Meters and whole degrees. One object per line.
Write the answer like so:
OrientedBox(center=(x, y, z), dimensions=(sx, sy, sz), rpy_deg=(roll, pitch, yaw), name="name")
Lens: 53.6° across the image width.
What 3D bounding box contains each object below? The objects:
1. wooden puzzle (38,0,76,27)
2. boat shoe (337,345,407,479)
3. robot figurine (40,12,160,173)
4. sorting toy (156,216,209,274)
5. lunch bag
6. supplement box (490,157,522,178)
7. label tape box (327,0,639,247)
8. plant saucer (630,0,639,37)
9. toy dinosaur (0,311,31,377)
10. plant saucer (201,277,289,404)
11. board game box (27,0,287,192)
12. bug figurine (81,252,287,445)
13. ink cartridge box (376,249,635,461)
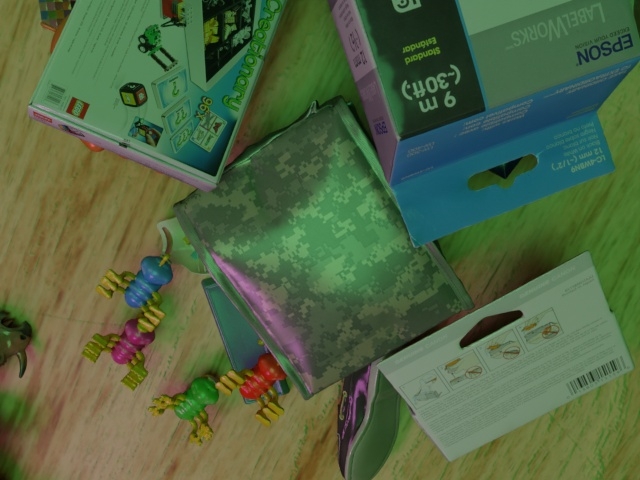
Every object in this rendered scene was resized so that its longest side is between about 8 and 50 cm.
OrientedBox(center=(-0.319, -0.286, 0.774), dimensions=(0.050, 0.006, 0.083), rpy_deg=(-2, 104, 2), name="wooden puzzle")
OrientedBox(center=(0.062, 0.227, 0.857), dimensions=(0.081, 0.069, 0.227), rpy_deg=(-2, 113, -39), name="boat shoe")
OrientedBox(center=(-0.218, -0.184, 0.735), dimensions=(0.158, 0.128, 0.219), rpy_deg=(-26, 104, 43), name="robot figurine")
OrientedBox(center=(-0.176, 0.000, 0.823), dimensions=(0.075, 0.045, 0.083), rpy_deg=(-1, 104, 9), name="sorting toy")
OrientedBox(center=(0.000, 0.000, 0.752), dimensions=(0.235, 0.169, 0.287), rpy_deg=(-32, 105, 9), name="lunch bag")
OrientedBox(center=(0.196, -0.123, 0.758), dimensions=(0.083, 0.083, 0.056), rpy_deg=(34, 102, -6), name="supplement box")
OrientedBox(center=(0.159, -0.190, 0.609), dimensions=(0.249, 0.115, 0.347), rpy_deg=(-20, 97, -5), name="label tape box")
OrientedBox(center=(0.260, -0.285, 0.741), dimensions=(0.278, 0.041, 0.277), rpy_deg=(0, 103, 2), name="plant saucer")
OrientedBox(center=(-0.547, 0.205, 0.845), dimensions=(0.200, 0.127, 0.295), rpy_deg=(38, 107, -14), name="toy dinosaur")
OrientedBox(center=(-0.102, 0.135, 0.864), dimensions=(0.067, 0.018, 0.191), rpy_deg=(-16, 102, 5), name="plant saucer")
OrientedBox(center=(-0.151, -0.228, 0.670), dimensions=(0.193, 0.053, 0.305), rpy_deg=(23, 76, -20), name="board game box")
OrientedBox(center=(-0.177, 0.144, 0.825), dimensions=(0.279, 0.072, 0.216), rpy_deg=(42, 120, -10), name="bug figurine")
OrientedBox(center=(0.228, 0.141, 0.788), dimensions=(0.275, 0.060, 0.238), rpy_deg=(-30, 124, 8), name="ink cartridge box")
